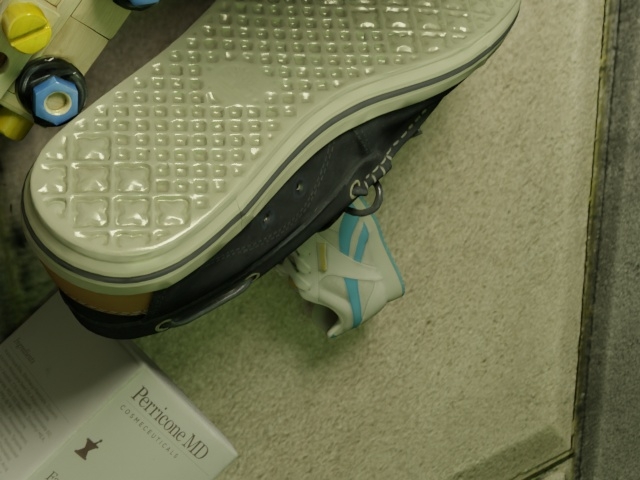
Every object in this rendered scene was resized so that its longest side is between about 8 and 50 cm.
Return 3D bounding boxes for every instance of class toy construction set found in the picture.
[{"bbox_3d":[-0.221,-0.171,0.723,0.328,0.151,0.215,-41,132,23],"label":"toy construction set"}]

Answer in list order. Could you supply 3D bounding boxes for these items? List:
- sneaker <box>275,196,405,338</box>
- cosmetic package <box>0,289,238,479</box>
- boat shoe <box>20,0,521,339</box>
[{"bbox_3d":[0.000,0.000,1.040,0.092,0.087,0.228,-38,129,-11],"label":"sneaker"},{"bbox_3d":[-0.203,0.167,0.938,0.184,0.151,0.151,-44,133,-8],"label":"cosmetic package"},{"bbox_3d":[-0.023,-0.101,0.891,0.500,0.187,0.156,-42,160,-32],"label":"boat shoe"}]
